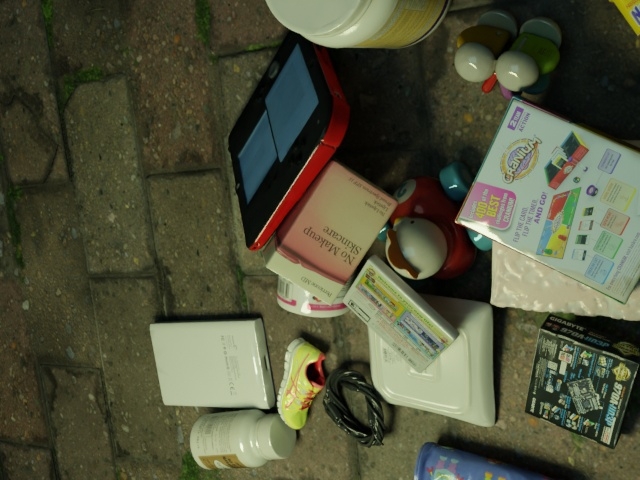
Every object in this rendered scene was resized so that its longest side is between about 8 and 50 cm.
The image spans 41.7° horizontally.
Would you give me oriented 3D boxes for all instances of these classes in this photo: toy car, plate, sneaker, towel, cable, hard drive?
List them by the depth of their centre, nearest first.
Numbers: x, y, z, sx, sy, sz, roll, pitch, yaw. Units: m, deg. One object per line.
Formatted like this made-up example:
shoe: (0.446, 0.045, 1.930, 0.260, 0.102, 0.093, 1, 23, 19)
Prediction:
towel: (0.470, -0.022, 1.467, 0.332, 0.053, 0.317, 6, 103, 20)
toy car: (0.328, -0.311, 1.475, 0.182, 0.159, 0.136, 18, 144, 26)
toy car: (0.179, -0.011, 1.557, 0.219, 0.238, 0.210, -31, 84, 32)
plate: (0.209, 0.237, 1.677, 0.278, 0.045, 0.277, 8, 116, 31)
cable: (0.082, 0.360, 1.795, 0.184, 0.047, 0.150, 47, 131, 25)
sneaker: (-0.035, 0.325, 1.846, 0.094, 0.081, 0.208, 15, 108, 35)
hard drive: (-0.260, 0.293, 2.004, 0.319, 0.040, 0.210, -5, 97, 32)

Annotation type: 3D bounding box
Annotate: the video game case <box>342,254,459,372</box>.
video game case: (0.146, 0.143, 1.586, 0.212, 0.023, 0.193, 43, 151, 10)

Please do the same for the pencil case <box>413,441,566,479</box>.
pencil case: (0.330, 0.494, 1.642, 0.306, 0.119, 0.133, 11, 83, 30)

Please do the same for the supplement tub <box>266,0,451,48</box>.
supplement tub: (0.070, -0.459, 1.471, 0.241, 0.331, 0.241, 7, 104, 30)

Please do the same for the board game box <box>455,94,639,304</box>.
board game box: (0.421, -0.072, 1.413, 0.317, 0.064, 0.242, 28, 110, 15)

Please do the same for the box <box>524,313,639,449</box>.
box: (0.469, 0.254, 1.508, 0.175, 0.051, 0.220, 20, 130, 27)

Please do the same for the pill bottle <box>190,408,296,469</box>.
pill bottle: (-0.176, 0.457, 1.936, 0.229, 0.131, 0.131, -13, 94, 32)

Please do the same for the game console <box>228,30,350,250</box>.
game console: (-0.080, -0.215, 1.648, 0.342, 0.060, 0.386, -50, 33, 28)

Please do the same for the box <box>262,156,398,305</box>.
box: (0.015, -0.022, 1.560, 0.149, 0.127, 0.232, 31, 96, -12)

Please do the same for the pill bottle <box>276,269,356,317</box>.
pill bottle: (0.000, 0.000, 1.714, 0.160, 0.160, 0.283, 14, 108, 28)

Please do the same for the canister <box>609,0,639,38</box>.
canister: (0.558, -0.374, 1.350, 0.126, 0.073, 0.170, -36, 82, 32)
